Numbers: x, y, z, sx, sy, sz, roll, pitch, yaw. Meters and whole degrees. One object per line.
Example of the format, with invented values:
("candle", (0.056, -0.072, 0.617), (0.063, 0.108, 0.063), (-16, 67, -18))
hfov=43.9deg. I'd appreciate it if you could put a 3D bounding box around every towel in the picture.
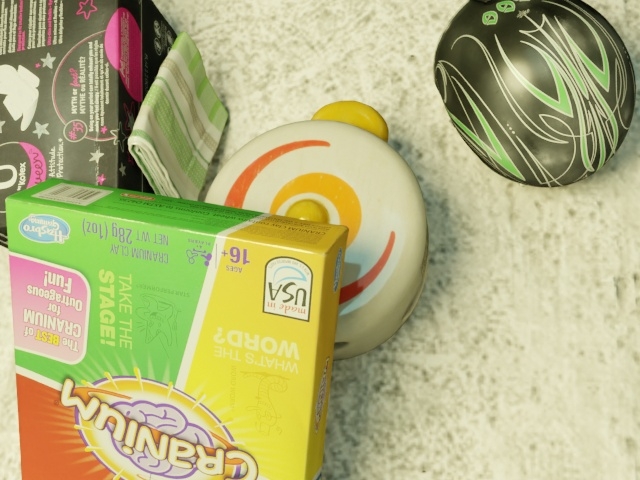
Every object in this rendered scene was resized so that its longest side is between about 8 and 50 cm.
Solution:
("towel", (-0.123, -0.103, 0.727), (0.023, 0.113, 0.152), (-1, 50, 17))

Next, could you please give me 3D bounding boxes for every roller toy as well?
("roller toy", (0.000, 0.000, 0.684), (0.209, 0.146, 0.191), (-34, 72, -3))

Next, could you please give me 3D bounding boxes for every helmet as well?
("helmet", (0.191, -0.131, 0.696), (0.169, 0.169, 0.161), (-34, 55, -2))

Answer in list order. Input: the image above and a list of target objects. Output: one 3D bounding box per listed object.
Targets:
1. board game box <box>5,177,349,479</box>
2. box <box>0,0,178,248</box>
("board game box", (-0.114, 0.126, 0.617), (0.242, 0.064, 0.317), (9, 110, 13))
("box", (-0.221, -0.111, 0.743), (0.142, 0.163, 0.247), (-7, 73, 9))
